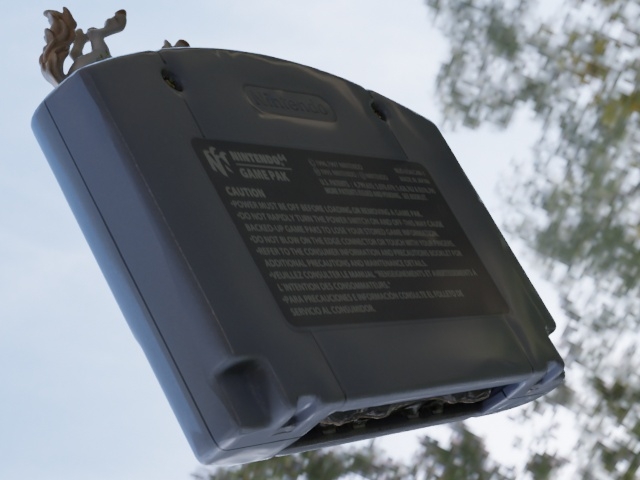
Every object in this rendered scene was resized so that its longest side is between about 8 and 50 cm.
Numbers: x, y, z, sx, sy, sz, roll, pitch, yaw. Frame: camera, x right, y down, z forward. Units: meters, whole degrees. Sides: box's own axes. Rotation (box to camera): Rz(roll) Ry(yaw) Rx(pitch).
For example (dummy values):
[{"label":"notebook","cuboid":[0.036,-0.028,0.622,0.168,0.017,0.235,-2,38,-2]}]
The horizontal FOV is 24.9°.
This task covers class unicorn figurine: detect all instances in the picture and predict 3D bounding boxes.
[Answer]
[{"label":"unicorn figurine","cuboid":[-0.118,-0.102,0.996,0.162,0.060,0.111,10,-136,-7]}]

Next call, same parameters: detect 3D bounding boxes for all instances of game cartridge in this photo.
[{"label":"game cartridge","cuboid":[0.000,0.000,0.699,0.297,0.062,0.198,2,-130,-56]}]
